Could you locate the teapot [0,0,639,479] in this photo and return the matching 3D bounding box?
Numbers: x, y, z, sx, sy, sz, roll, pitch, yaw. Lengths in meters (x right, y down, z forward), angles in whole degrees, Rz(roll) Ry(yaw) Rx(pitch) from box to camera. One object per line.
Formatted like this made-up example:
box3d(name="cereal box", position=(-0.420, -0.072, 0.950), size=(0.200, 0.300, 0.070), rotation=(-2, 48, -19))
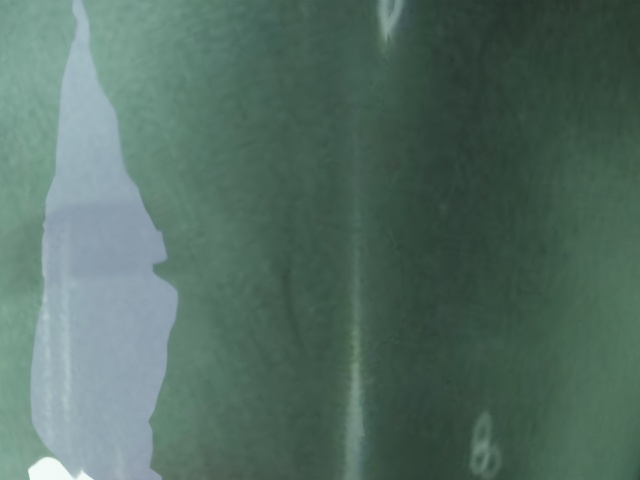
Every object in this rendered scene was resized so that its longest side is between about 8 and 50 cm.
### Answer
box3d(name="teapot", position=(0.000, 0.000, 0.532), size=(0.233, 0.315, 0.312), rotation=(3, 88, 15))
